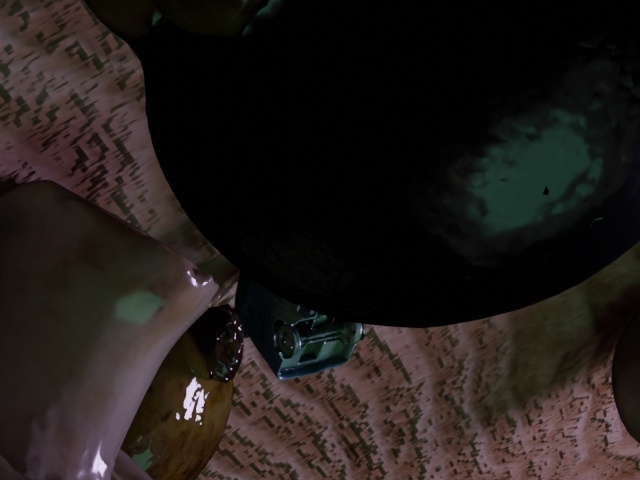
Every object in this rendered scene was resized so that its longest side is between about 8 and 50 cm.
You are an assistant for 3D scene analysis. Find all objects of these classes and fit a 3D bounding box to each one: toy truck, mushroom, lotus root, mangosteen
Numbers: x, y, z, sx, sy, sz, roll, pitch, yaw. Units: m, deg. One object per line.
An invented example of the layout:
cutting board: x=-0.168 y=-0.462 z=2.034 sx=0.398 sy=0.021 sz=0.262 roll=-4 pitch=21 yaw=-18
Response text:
toy truck: x=0.000 y=0.000 z=1.207 sx=0.067 sy=0.081 sz=0.175 roll=-11 pitch=134 yaw=-39
mushroom: x=-0.170 y=0.114 z=0.984 sx=0.290 sy=0.297 sz=0.297 roll=-55 pitch=154 yaw=3
lotus root: x=-0.141 y=0.120 z=1.199 sx=0.260 sy=0.128 sz=0.145 roll=-39 pitch=178 yaw=22
mangosteen: x=0.029 y=-0.107 z=0.794 sx=0.275 sy=0.275 sz=0.302 roll=-38 pitch=123 yaw=22

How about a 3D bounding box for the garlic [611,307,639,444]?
garlic: x=0.388 y=0.118 z=1.691 sx=0.231 sy=0.246 sz=0.340 roll=-14 pitch=172 yaw=-5
